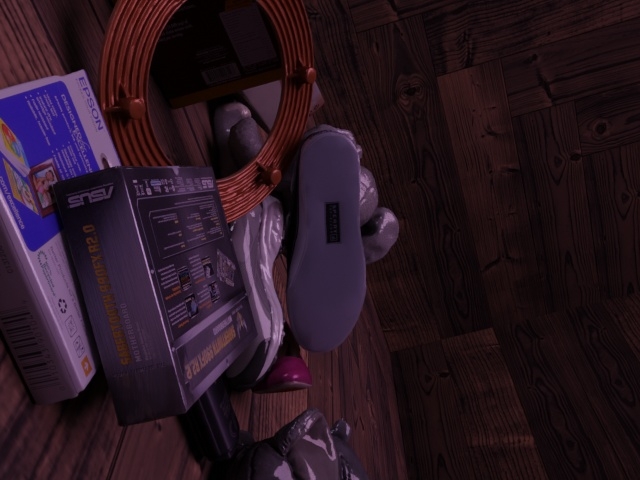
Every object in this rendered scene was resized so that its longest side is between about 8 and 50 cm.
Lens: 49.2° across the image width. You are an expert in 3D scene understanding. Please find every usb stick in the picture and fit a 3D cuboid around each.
[{"bbox_3d":[-0.144,0.097,0.719,0.077,0.045,0.277,-102,175,-74],"label":"usb stick"}]

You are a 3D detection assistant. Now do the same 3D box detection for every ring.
[{"bbox_3d":[-0.106,-0.174,0.802,0.337,0.032,0.336,-27,126,-45],"label":"ring"}]

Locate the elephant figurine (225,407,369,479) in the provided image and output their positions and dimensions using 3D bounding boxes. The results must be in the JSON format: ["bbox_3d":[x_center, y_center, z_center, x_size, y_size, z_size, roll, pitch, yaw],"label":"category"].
[{"bbox_3d":[-0.041,0.268,0.787,0.239,0.169,0.186,48,-6,-38],"label":"elephant figurine"}]

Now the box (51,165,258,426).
[{"bbox_3d":[-0.126,0.029,0.600,0.231,0.056,0.182,-41,117,-80],"label":"box"}]

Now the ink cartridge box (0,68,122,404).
[{"bbox_3d":[-0.199,-0.017,0.541,0.208,0.045,0.206,-78,152,-70],"label":"ink cartridge box"}]

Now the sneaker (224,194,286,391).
[{"bbox_3d":[-0.111,0.060,0.908,0.108,0.100,0.271,14,64,-37],"label":"sneaker"}]

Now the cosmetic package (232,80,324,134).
[{"bbox_3d":[-0.110,-0.309,1.234,0.153,0.129,0.296,48,0,16],"label":"cosmetic package"}]

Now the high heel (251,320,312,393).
[{"bbox_3d":[-0.058,0.146,0.966,0.244,0.082,0.117,108,-23,-83],"label":"high heel"}]

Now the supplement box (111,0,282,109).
[{"bbox_3d":[-0.146,-0.308,0.923,0.194,0.192,0.129,66,13,-49],"label":"supplement box"}]

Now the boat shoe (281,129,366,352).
[{"bbox_3d":[-0.004,0.000,0.983,0.105,0.113,0.306,-145,-130,-74],"label":"boat shoe"}]

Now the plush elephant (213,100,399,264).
[{"bbox_3d":[-0.021,-0.081,1.136,0.330,0.256,0.271,-94,167,-53],"label":"plush elephant"}]
